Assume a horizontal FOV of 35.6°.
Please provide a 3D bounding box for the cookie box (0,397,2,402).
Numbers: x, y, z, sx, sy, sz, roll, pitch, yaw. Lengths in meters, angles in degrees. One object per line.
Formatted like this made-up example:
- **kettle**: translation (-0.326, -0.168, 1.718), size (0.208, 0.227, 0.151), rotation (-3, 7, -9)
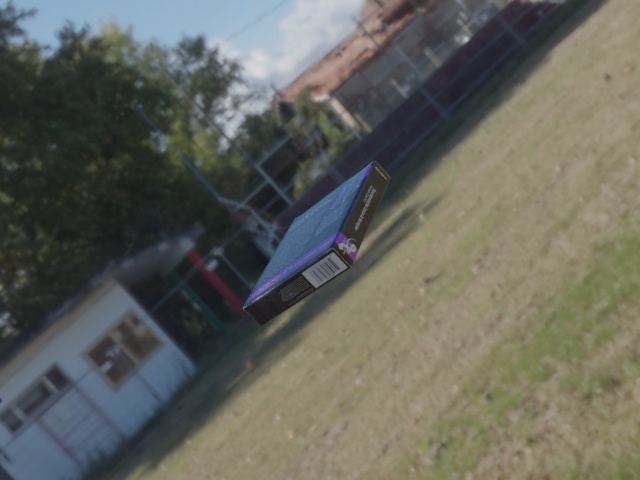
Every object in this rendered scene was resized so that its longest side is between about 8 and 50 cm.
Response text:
- **cookie box**: translation (-0.517, 0.228, 1.388), size (0.107, 0.092, 0.040), rotation (-45, 24, -14)

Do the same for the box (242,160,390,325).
- **box**: translation (0.000, 0.000, 0.919), size (0.116, 0.029, 0.162), rotation (-35, 17, 33)
